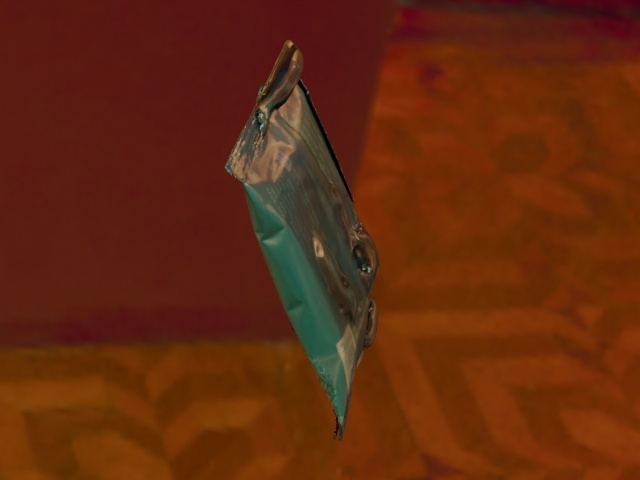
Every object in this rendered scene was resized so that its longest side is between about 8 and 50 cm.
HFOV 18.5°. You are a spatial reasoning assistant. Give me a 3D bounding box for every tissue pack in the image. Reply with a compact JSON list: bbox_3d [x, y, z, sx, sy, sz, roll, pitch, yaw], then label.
[{"bbox_3d":[0.000,0.000,0.771,0.028,0.138,0.085,-9,35,21],"label":"tissue pack"}]
